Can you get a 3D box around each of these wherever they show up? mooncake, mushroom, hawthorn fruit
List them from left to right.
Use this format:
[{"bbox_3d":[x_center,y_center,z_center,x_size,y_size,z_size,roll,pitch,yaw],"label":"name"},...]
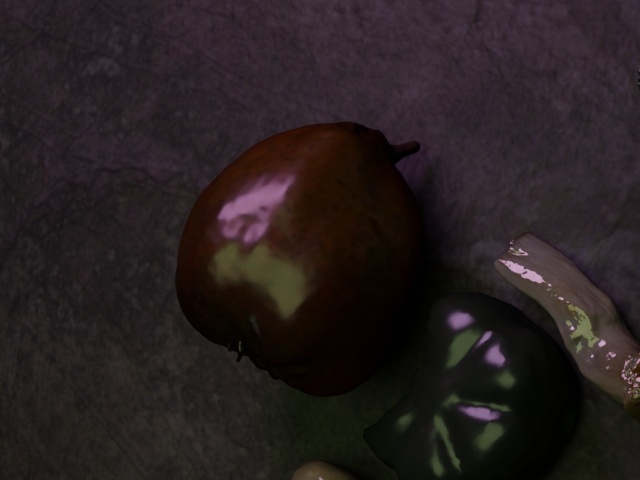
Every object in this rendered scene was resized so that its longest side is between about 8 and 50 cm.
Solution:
[{"bbox_3d":[0.000,0.000,1.193,0.208,0.208,0.248,23,69,33],"label":"hawthorn fruit"},{"bbox_3d":[0.117,0.129,1.146,0.168,0.104,0.175,-6,76,38],"label":"mooncake"},{"bbox_3d":[0.210,0.060,1.120,0.202,0.059,0.054,51,140,33],"label":"mushroom"}]

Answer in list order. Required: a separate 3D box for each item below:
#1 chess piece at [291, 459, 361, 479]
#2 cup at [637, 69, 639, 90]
[{"bbox_3d":[-0.047,0.334,1.222,0.307,0.124,0.139,-69,20,1],"label":"chess piece"},{"bbox_3d":[0.306,-0.086,0.976,0.148,0.236,0.134,-27,68,29],"label":"cup"}]
